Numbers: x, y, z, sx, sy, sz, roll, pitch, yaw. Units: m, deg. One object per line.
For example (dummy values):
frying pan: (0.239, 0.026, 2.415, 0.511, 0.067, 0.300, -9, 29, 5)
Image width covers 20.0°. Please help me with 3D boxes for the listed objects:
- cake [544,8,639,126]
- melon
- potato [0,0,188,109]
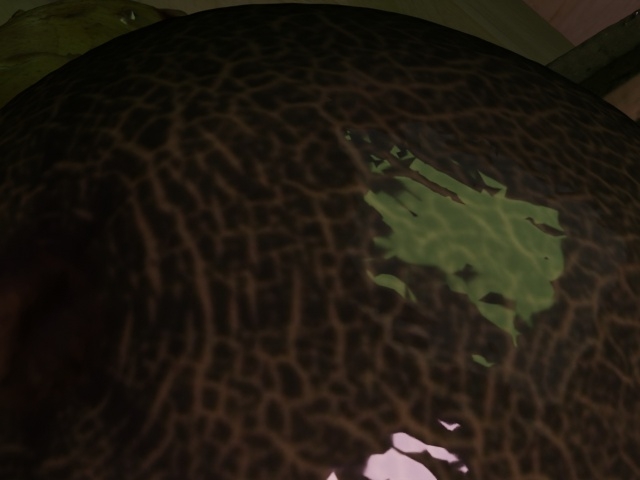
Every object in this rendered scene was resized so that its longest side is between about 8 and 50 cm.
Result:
cake: (0.188, -0.076, 1.229, 0.172, 0.283, 0.158, 15, 29, -28)
melon: (0.014, 0.058, 0.521, 0.302, 0.237, 0.237, 28, 23, -55)
potato: (-0.107, -0.053, 0.774, 0.188, 0.105, 0.085, -82, 167, -68)
